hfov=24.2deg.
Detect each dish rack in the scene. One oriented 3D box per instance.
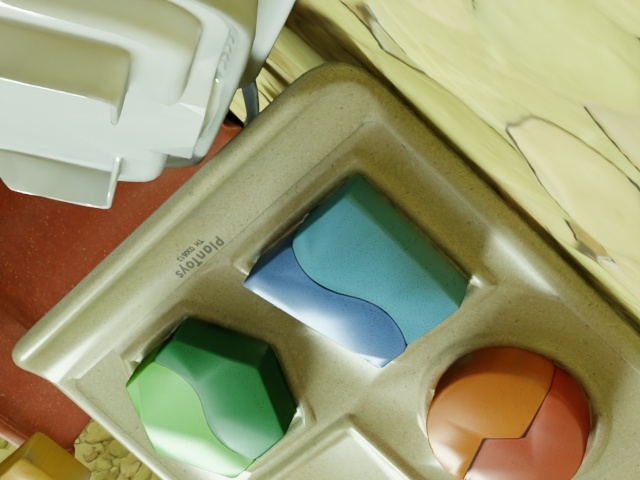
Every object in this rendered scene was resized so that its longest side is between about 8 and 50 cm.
[{"bbox_3d":[-0.176,-0.080,0.460,0.333,0.072,0.285,11,171,-7],"label":"dish rack"}]

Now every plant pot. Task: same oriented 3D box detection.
[{"bbox_3d":[-0.194,-0.024,1.085,0.272,0.265,0.272,42,176,4],"label":"plant pot"}]

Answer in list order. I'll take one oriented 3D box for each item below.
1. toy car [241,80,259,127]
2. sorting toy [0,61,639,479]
[{"bbox_3d":[0.000,0.000,0.738,0.155,0.149,0.188,86,163,-70],"label":"toy car"},{"bbox_3d":[-0.015,0.093,0.622,0.229,0.307,0.041,41,-147,-14],"label":"sorting toy"}]
